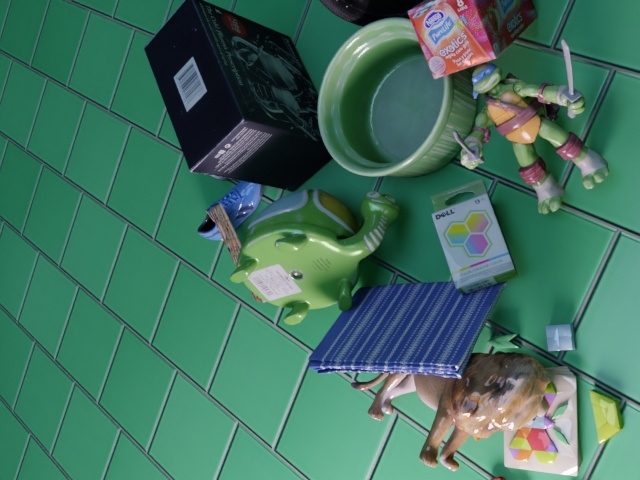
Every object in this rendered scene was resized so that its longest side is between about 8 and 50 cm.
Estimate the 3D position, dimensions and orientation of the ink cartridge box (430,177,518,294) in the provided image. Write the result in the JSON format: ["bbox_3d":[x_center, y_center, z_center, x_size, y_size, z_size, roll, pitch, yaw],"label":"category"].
[{"bbox_3d":[0.274,-0.017,1.429,0.109,0.062,0.209,-20,67,15],"label":"ink cartridge box"}]

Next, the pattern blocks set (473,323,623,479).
[{"bbox_3d":[0.377,0.314,1.358,0.285,0.026,0.325,-23,70,35],"label":"pattern blocks set"}]

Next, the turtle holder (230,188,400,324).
[{"bbox_3d":[-0.019,-0.005,1.582,0.320,0.243,0.227,-52,17,43],"label":"turtle holder"}]

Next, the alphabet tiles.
[{"bbox_3d":[-0.185,0.030,1.752,0.237,0.009,0.198,65,166,-5],"label":"alphabet tiles"}]

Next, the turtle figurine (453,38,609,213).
[{"bbox_3d":[0.340,-0.161,1.273,0.198,0.266,0.274,-46,16,0],"label":"turtle figurine"}]

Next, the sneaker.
[{"bbox_3d":[-0.215,-0.079,1.858,0.209,0.082,0.069,-48,56,23],"label":"sneaker"}]

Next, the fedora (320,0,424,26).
[{"bbox_3d":[0.133,-0.568,1.493,0.334,0.334,0.152,-38,46,30],"label":"fedora"}]

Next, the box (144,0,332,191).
[{"bbox_3d":[-0.166,-0.309,1.692,0.179,0.312,0.343,-38,63,30],"label":"box"}]

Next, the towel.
[{"bbox_3d":[0.157,0.163,1.459,0.336,0.243,0.040,-5,124,39],"label":"towel"}]

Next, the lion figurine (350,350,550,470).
[{"bbox_3d":[0.216,0.255,1.408,0.392,0.142,0.240,29,92,50],"label":"lion figurine"}]

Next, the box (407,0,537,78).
[{"bbox_3d":[0.271,-0.394,1.364,0.122,0.257,0.128,-13,111,38],"label":"box"}]

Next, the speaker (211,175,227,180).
[{"bbox_3d":[-0.228,-0.217,1.900,0.055,0.055,0.136,33,105,37],"label":"speaker"}]

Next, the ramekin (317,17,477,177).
[{"bbox_3d":[0.155,-0.265,1.528,0.303,0.148,0.303,-6,81,39],"label":"ramekin"}]
